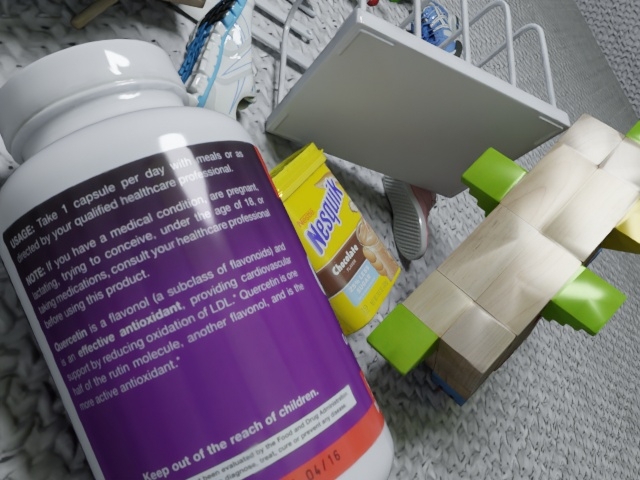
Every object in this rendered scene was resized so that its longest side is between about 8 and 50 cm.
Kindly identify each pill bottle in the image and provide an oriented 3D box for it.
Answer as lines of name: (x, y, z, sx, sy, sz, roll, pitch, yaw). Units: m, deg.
pill bottle: (-0.092, 0.041, 0.382, 0.181, 0.181, 0.323, -20, 84, -49)

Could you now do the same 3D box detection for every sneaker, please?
sneaker: (0.191, -0.349, 0.984, 0.081, 0.080, 0.211, 31, 39, -22)
sneaker: (0.131, -0.035, 0.755, 0.070, 0.051, 0.134, 10, 58, -37)
sneaker: (-0.098, -0.184, 0.600, 0.083, 0.071, 0.191, 37, 55, -35)

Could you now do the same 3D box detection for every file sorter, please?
file sorter: (0.109, -0.198, 0.663, 0.277, 0.193, 0.173, 16, 62, -26)

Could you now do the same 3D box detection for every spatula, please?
spatula: (-0.092, -0.301, 0.704, 0.242, 0.019, 0.168, 22, 50, -39)

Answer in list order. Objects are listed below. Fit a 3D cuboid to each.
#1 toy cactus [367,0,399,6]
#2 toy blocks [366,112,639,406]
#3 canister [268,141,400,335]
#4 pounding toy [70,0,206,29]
toy cactus: (0.044, -0.453, 0.884, 0.180, 0.112, 0.219, -16, 83, -30)
toy blocks: (0.225, 0.046, 0.658, 0.381, 0.261, 0.190, -44, 67, -13)
canister: (0.000, 0.000, 0.586, 0.170, 0.073, 0.126, 53, 41, -12)
pounding toy: (-0.176, -0.278, 0.547, 0.130, 0.100, 0.141, -3, 57, -37)
